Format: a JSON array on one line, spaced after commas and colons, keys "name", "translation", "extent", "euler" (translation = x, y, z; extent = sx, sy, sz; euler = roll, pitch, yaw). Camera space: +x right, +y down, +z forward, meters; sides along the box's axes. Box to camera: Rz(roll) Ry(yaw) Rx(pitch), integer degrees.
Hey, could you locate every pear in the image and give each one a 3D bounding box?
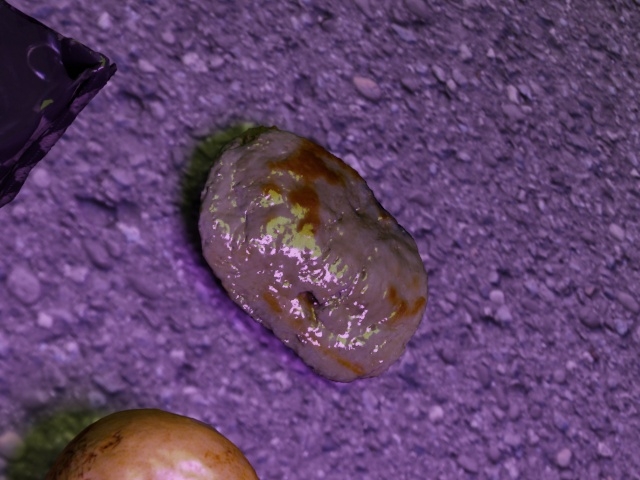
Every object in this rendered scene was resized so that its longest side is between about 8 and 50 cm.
[{"name": "pear", "translation": [-0.123, 0.203, 0.919], "extent": [0.178, 0.178, 0.178], "euler": [16, 60, -29]}]

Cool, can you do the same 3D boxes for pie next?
[{"name": "pie", "translation": [0.000, 0.000, 1.151], "extent": [0.248, 0.090, 0.201], "euler": [42, 48, -16]}]

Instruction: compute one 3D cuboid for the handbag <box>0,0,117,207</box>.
[{"name": "handbag", "translation": [-0.356, -0.178, 0.836], "extent": [0.416, 0.316, 0.180], "euler": [49, 56, -5]}]
